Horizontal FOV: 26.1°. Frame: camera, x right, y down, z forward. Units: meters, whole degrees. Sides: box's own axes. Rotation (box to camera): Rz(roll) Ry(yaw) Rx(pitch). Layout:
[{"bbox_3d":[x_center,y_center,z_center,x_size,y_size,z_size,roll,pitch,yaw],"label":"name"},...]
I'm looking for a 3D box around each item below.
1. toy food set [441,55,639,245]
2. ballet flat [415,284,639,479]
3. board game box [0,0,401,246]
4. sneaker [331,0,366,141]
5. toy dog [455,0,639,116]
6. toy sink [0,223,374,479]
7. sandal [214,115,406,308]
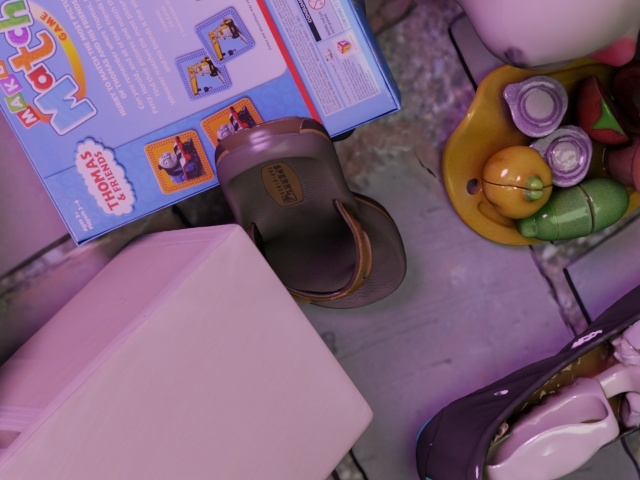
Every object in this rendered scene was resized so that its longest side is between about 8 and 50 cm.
[{"bbox_3d":[0.192,-0.064,0.928,0.217,0.071,0.128,-16,106,-18],"label":"toy food set"},{"bbox_3d":[0.198,0.110,0.952,0.280,0.096,0.095,-31,109,-13],"label":"ballet flat"},{"bbox_3d":[-0.082,-0.108,0.788,0.211,0.039,0.160,-22,110,11],"label":"board game box"},{"bbox_3d":[-0.026,-0.174,0.833,0.097,0.084,0.235,-7,102,2],"label":"sneaker"},{"bbox_3d":[0.231,-0.240,0.799,0.407,0.284,0.395,-19,102,-15],"label":"toy dog"},{"bbox_3d":[-0.111,0.124,0.788,0.234,0.131,0.153,-48,115,-30],"label":"toy sink"},{"bbox_3d":[0.000,0.000,0.821,0.090,0.060,0.219,-19,152,4],"label":"sandal"}]
